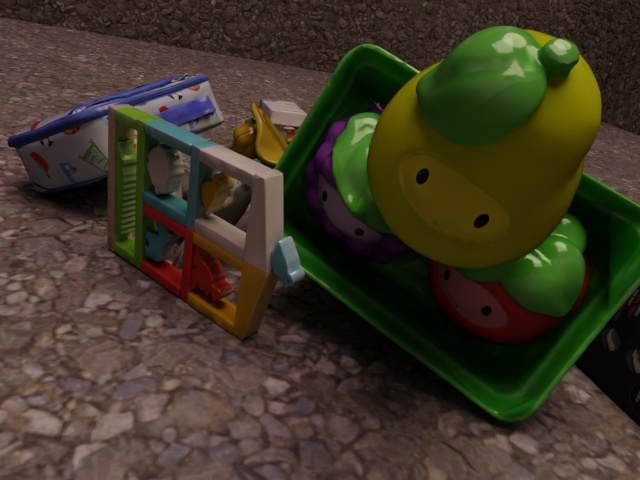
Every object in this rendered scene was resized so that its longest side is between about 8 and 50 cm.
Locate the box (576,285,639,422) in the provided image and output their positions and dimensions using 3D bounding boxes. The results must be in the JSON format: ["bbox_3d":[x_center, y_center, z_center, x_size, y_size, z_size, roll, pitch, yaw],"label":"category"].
[{"bbox_3d":[0.404,0.094,0.628,0.165,0.144,0.270,1,28,-19],"label":"box"}]

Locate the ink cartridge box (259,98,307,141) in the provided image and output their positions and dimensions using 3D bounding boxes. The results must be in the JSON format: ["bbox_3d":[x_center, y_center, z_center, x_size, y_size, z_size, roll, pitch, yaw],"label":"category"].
[{"bbox_3d":[-0.096,-0.287,1.243,0.092,0.090,0.143,1,27,-21],"label":"ink cartridge box"}]

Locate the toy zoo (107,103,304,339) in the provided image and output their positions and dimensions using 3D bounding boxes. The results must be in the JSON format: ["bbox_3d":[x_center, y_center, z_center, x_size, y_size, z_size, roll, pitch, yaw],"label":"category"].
[{"bbox_3d":[-0.139,-0.018,0.561,0.293,0.193,0.030,28,30,27],"label":"toy zoo"}]

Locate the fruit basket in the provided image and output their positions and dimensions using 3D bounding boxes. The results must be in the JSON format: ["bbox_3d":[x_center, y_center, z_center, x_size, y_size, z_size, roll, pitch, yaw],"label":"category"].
[{"bbox_3d":[0.121,-0.027,0.486,0.391,0.283,0.392,32,11,-7],"label":"fruit basket"}]

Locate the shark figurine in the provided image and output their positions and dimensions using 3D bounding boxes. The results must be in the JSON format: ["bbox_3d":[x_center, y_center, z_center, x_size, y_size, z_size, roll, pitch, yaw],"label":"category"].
[{"bbox_3d":[-0.162,-0.035,0.733,0.116,0.166,0.278,26,-4,-34],"label":"shark figurine"}]

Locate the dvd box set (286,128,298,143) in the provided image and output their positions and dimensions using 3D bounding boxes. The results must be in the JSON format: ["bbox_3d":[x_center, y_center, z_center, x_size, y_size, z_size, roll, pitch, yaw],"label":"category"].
[{"bbox_3d":[0.073,-0.134,1.016,0.307,0.062,0.420,5,26,-3],"label":"dvd box set"}]

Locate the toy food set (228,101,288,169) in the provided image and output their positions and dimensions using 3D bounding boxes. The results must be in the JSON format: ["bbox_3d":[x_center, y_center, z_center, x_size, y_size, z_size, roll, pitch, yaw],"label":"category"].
[{"bbox_3d":[-0.068,-0.097,0.722,0.071,0.218,0.128,-30,58,7],"label":"toy food set"}]

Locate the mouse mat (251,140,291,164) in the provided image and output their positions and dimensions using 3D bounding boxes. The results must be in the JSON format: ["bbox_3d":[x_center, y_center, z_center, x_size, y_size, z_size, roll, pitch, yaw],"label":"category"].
[{"bbox_3d":[-0.077,-0.150,0.952,0.152,0.007,0.189,-32,27,-21],"label":"mouse mat"}]

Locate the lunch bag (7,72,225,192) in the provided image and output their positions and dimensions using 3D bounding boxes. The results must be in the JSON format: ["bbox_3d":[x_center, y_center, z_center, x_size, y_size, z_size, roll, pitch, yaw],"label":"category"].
[{"bbox_3d":[-0.305,-0.182,0.805,0.243,0.115,0.303,-9,23,30],"label":"lunch bag"}]
